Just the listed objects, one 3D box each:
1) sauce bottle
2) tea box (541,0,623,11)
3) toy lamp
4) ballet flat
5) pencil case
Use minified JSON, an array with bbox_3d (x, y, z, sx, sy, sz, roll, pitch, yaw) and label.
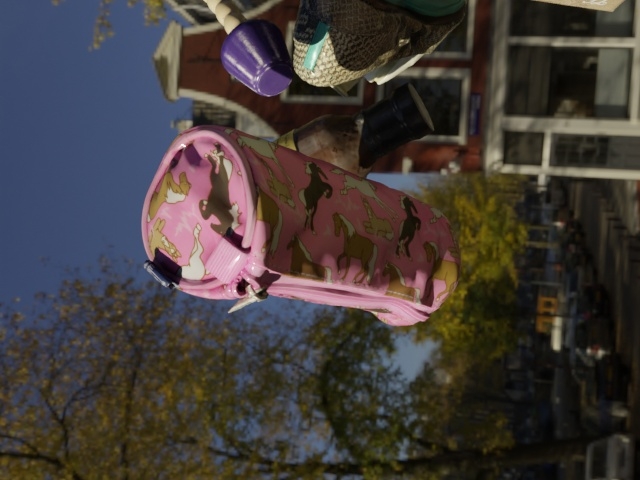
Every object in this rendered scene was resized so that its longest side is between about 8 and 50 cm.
[{"bbox_3d":[-0.018,-0.091,1.078,0.111,0.344,0.111,54,-160,-31],"label":"sauce bottle"},{"bbox_3d":[0.192,-0.385,0.683,0.323,0.329,0.219,135,132,-59],"label":"tea box"},{"bbox_3d":[-0.112,-0.271,0.978,0.274,0.080,0.080,58,171,34],"label":"toy lamp"},{"bbox_3d":[0.075,-0.298,1.174,0.182,0.164,0.483,-63,-11,26],"label":"ballet flat"},{"bbox_3d":[0.000,0.000,0.868,0.386,0.160,0.167,12,-93,-52],"label":"pencil case"}]
